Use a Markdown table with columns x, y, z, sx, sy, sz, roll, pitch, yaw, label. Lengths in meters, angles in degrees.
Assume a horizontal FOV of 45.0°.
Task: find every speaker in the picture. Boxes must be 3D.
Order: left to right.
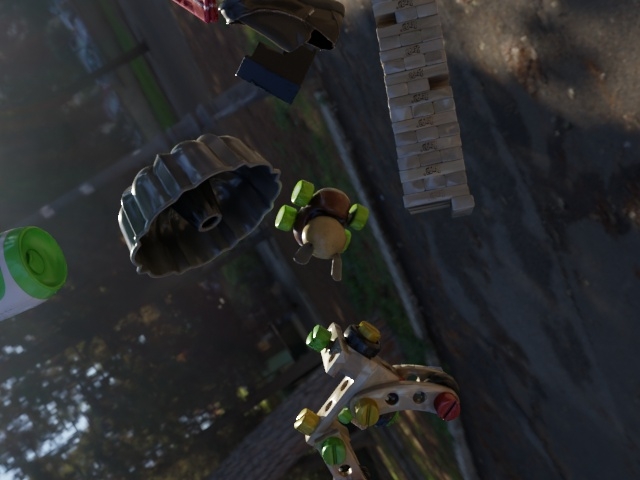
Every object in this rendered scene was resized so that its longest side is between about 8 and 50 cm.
| x | y | z | sx | sy | sz | roll | pitch | yaw | label |
| --- | --- | --- | --- | --- | --- | --- | --- | --- | --- |
| -0.553 | 0.082 | 1.219 | 0.131 | 0.296 | 0.131 | 58 | -162 | -30 | speaker |

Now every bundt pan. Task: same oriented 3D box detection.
| x | y | z | sx | sy | sz | roll | pitch | yaw | label |
| --- | --- | --- | --- | --- | --- | --- | --- | --- | --- |
| -0.241 | -0.078 | 1.479 | 0.124 | 0.331 | 0.331 | 53 | 172 | 20 | bundt pan |

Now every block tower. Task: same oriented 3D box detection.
| x | y | z | sx | sy | sz | roll | pitch | yaw | label |
| --- | --- | --- | --- | --- | --- | --- | --- | --- | --- |
| 0.140 | -0.197 | 1.085 | 0.091 | 0.097 | 0.335 | 24 | -125 | -79 | block tower |

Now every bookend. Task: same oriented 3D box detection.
| x | y | z | sx | sy | sz | roll | pitch | yaw | label |
| --- | --- | --- | --- | --- | --- | --- | --- | --- | --- |
| -0.108 | -0.449 | 1.950 | 0.157 | 0.156 | 0.072 | 26 | 142 | -9 | bookend |

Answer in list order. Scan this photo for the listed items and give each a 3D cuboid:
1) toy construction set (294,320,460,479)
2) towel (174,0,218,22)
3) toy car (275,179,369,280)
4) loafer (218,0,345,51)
| x | y | z | sx | sy | sz | roll | pitch | yaw | label |
| --- | --- | --- | --- | --- | --- | --- | --- | --- | --- |
| 0.040 | 0.263 | 1.115 | 0.237 | 0.257 | 0.309 | 40 | -147 | -16 | toy construction set |
| -0.226 | -0.488 | 1.180 | 0.199 | 0.031 | 0.275 | 38 | 143 | 29 | towel |
| 0.000 | 0.000 | 1.525 | 0.155 | 0.149 | 0.188 | 22 | -139 | -17 | toy car |
| -0.046 | -0.316 | 1.122 | 0.080 | 0.220 | 0.078 | -4 | 92 | 51 | loafer |
